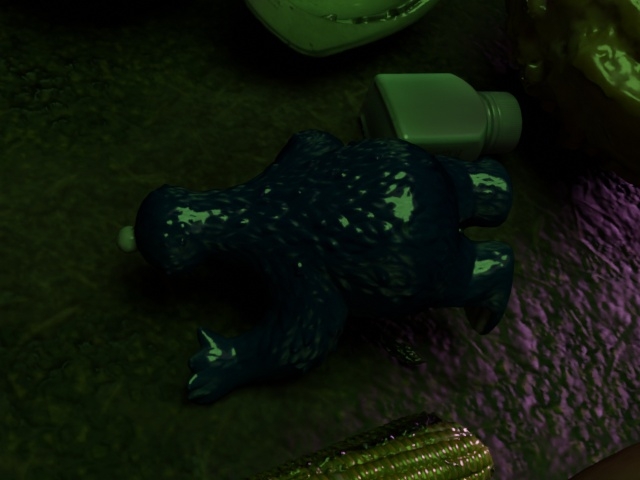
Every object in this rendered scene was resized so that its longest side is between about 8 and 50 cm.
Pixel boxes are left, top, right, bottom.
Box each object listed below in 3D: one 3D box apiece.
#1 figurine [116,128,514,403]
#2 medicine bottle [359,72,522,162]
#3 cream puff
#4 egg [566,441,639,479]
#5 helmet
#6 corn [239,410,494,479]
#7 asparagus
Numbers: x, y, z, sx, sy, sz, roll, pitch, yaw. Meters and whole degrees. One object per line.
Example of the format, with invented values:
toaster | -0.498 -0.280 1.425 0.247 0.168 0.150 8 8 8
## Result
figurine | 0.004 -0.007 0.656 0.262 0.121 0.164 -11 66 -16
medicine bottle | 0.099 -0.094 0.816 0.118 0.055 0.074 -5 55 -22
cream puff | 0.315 -0.184 0.845 0.327 0.231 0.343 9 72 -1
egg | 0.178 0.244 0.423 0.301 0.301 0.374 39 49 12
helmet | 0.002 -0.268 0.869 0.257 0.137 0.204 -36 110 -21
corn | 0.014 0.154 0.588 0.203 0.072 0.072 -15 60 -30
asparagus | 0.027 0.049 0.707 0.114 0.015 0.014 45 18 14
